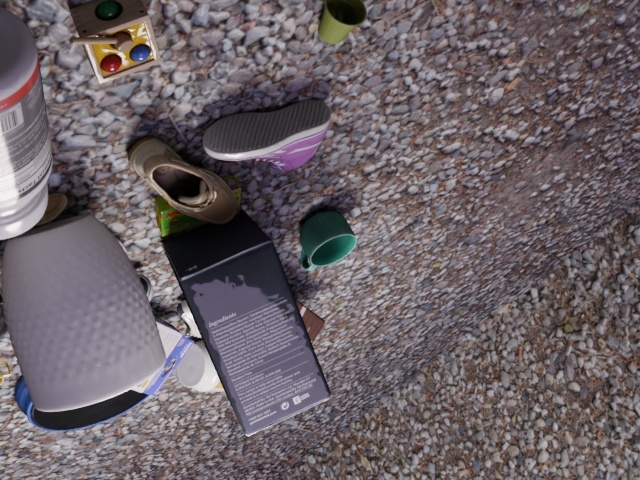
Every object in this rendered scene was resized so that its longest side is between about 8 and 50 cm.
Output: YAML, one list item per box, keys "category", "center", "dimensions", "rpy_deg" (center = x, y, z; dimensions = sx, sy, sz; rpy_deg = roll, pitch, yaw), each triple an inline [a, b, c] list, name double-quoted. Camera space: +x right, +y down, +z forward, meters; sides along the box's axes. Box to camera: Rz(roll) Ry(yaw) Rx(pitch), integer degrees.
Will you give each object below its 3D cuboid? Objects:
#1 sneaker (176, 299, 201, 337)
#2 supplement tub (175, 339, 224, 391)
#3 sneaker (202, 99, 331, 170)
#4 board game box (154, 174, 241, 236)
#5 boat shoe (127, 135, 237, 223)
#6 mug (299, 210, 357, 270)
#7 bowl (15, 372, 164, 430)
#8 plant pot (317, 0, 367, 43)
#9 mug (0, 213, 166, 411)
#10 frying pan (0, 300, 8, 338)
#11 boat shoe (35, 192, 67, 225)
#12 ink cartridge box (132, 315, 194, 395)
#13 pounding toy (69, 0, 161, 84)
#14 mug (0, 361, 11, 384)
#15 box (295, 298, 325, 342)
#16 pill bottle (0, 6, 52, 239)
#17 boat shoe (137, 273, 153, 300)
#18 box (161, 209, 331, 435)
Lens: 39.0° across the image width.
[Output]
- category: "sneaker"
  center: [-0.312, 0.217, 2.375]
  dimensions: [0.091, 0.094, 0.258]
  rpy_deg: [-17, 142, -1]
- category: "supplement tub"
  center: [-0.292, 0.352, 2.537]
  dimensions: [0.144, 0.144, 0.199]
  rpy_deg: [-43, 149, 26]
- category: "sneaker"
  center: [-0.115, -0.185, 1.864]
  dimensions: [0.282, 0.102, 0.161]
  rpy_deg: [-14, 152, -25]
- category: "board game box"
  center: [-0.266, -0.076, 1.965]
  dimensions: [0.181, 0.043, 0.092]
  rpy_deg: [-18, 150, -19]
- category: "boat shoe"
  center: [-0.261, -0.099, 1.823]
  dimensions: [0.109, 0.098, 0.302]
  rpy_deg: [-45, 140, 4]
- category: "mug"
  center: [0.001, -0.005, 2.262]
  dimensions: [0.157, 0.097, 0.129]
  rpy_deg: [-29, 152, 3]
- category: "bowl"
  center: [-0.598, 0.379, 2.383]
  dimensions: [0.391, 0.077, 0.391]
  rpy_deg: [-21, 151, -13]
- category: "plant pot"
  center: [0.032, -0.405, 1.666]
  dimensions: [0.083, 0.083, 0.079]
  rpy_deg: [-12, 161, -28]
- category: "mug"
  center: [-0.471, 0.115, 1.825]
  dimensions: [0.276, 0.328, 0.374]
  rpy_deg: [-12, -169, 17]
- category: "frying pan"
  center: [-0.702, 0.149, 1.936]
  dimensions: [0.326, 0.053, 0.197]
  rpy_deg: [-39, 158, -1]
- category: "boat shoe"
  center: [-0.552, -0.055, 1.737]
  dimensions: [0.135, 0.050, 0.045]
  rpy_deg: [-29, 157, 1]
- category: "ink cartridge box"
  center: [-0.467, 0.261, 2.216]
  dimensions: [0.186, 0.065, 0.311]
  rpy_deg: [-55, 139, -1]
- category: "pounding toy"
  center: [-0.332, -0.323, 1.439]
  dimensions: [0.130, 0.100, 0.141]
  rpy_deg: [-23, 152, -11]
- category: "mug"
  center: [-0.777, 0.310, 2.122]
  dimensions: [0.062, 0.064, 0.078]
  rpy_deg: [-39, 151, 19]
- category: "box"
  center: [-0.145, 0.216, 2.385]
  dimensions: [0.191, 0.143, 0.381]
  rpy_deg: [-60, 150, -6]
- category: "pill bottle"
  center: [-0.529, -0.171, 1.400]
  dimensions: [0.210, 0.210, 0.363]
  rpy_deg: [-17, 150, -21]
- category: "boat shoe"
  center: [-0.518, 0.147, 2.014]
  dimensions: [0.306, 0.113, 0.105]
  rpy_deg: [-18, 165, -17]
- category: "box"
  center: [-0.169, 0.172, 2.012]
  dimensions: [0.211, 0.293, 0.396]
  rpy_deg: [-24, 111, -9]
